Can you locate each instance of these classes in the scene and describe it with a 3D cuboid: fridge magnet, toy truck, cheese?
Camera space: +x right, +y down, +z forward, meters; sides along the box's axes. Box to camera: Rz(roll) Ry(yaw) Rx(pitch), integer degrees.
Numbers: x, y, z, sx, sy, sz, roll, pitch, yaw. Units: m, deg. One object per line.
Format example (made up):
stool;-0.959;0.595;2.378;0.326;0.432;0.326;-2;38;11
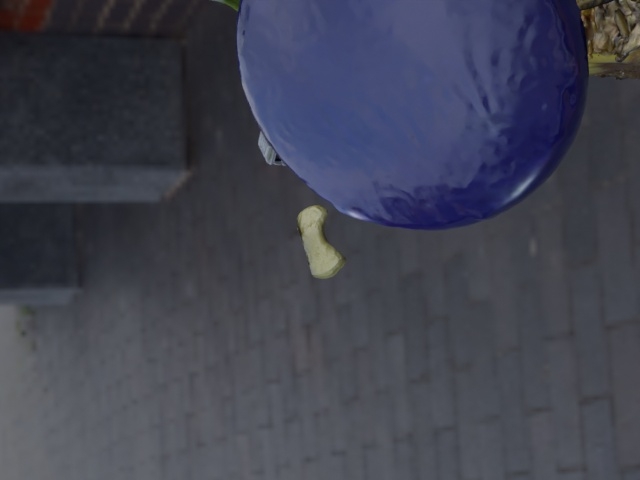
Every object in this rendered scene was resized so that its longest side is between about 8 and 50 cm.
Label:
fridge magnet;0.065;-0.131;1.209;0.113;0.265;0.265;-54;-22;-56
toy truck;-0.034;-0.108;1.558;0.039;0.044;0.083;-117;32;-43
cheese;0.000;0.000;1.837;0.030;0.044;0.083;27;-135;-61

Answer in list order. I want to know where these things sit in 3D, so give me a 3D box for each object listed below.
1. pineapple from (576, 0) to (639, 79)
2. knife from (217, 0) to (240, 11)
pineapple;0.311;-0.208;1.344;0.158;0.334;0.161;-168;82;-83
knife;-0.091;-0.243;1.669;0.026;0.184;0.022;-41;54;18
